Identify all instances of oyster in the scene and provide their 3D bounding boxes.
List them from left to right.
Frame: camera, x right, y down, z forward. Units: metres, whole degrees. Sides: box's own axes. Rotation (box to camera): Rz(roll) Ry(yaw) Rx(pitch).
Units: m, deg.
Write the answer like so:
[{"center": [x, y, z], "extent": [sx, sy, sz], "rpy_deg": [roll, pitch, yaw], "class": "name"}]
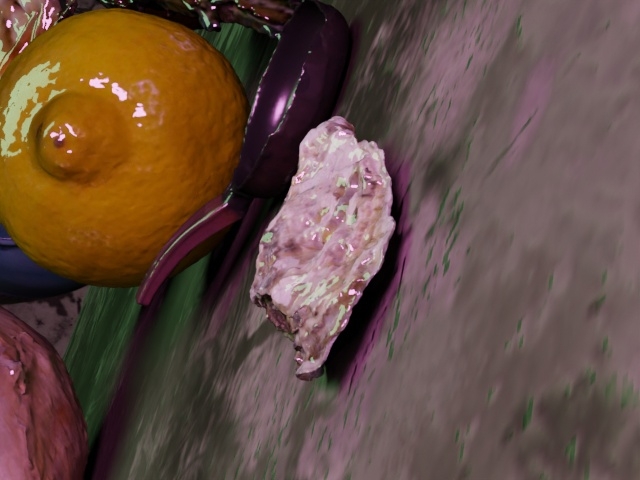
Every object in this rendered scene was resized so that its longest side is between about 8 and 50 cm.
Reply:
[{"center": [0.001, -0.001, 0.436], "extent": [0.100, 0.037, 0.098], "rpy_deg": [-166, 97, -78], "class": "oyster"}]

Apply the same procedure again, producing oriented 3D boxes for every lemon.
[{"center": [-0.131, -0.059, 0.806], "extent": [0.248, 0.184, 0.184], "rpy_deg": [-164, 95, -88], "class": "lemon"}]

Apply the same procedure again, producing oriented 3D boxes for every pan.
[{"center": [-0.041, -0.038, 0.682], "extent": [0.212, 0.040, 0.115], "rpy_deg": [-56, 16, 22], "class": "pan"}]

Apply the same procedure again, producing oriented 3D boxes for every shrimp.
[{"center": [-0.172, -0.171, 0.958], "extent": [0.071, 0.365, 0.233], "rpy_deg": [15, -84, -58], "class": "shrimp"}]

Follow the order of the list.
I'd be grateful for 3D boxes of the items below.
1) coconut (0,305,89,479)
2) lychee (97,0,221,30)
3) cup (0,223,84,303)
[{"center": [-0.391, 0.193, 1.045], "extent": [0.404, 0.404, 0.405], "rpy_deg": [-159, 90, -78], "class": "coconut"}, {"center": [-0.137, -0.320, 1.119], "extent": [0.300, 0.255, 0.255], "rpy_deg": [76, -156, -57], "class": "lychee"}, {"center": [-0.252, -0.060, 1.166], "extent": [0.257, 0.289, 0.219], "rpy_deg": [-10, 97, 63], "class": "cup"}]
